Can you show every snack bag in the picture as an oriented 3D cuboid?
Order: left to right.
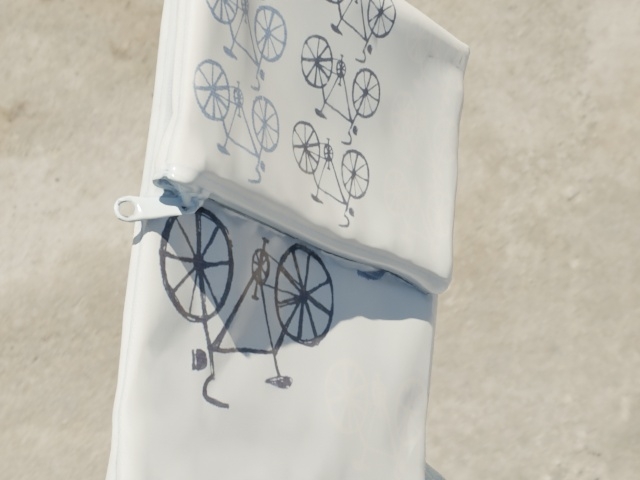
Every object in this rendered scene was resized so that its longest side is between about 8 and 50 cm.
[{"bbox_3d":[0.000,0.000,0.732,0.323,0.037,0.343,22,71,-56],"label":"snack bag"}]

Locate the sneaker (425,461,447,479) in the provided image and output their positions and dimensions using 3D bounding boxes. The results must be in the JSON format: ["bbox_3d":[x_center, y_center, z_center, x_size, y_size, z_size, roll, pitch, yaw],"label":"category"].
[{"bbox_3d":[0.034,0.168,0.922,0.094,0.080,0.212,12,46,-41],"label":"sneaker"}]
